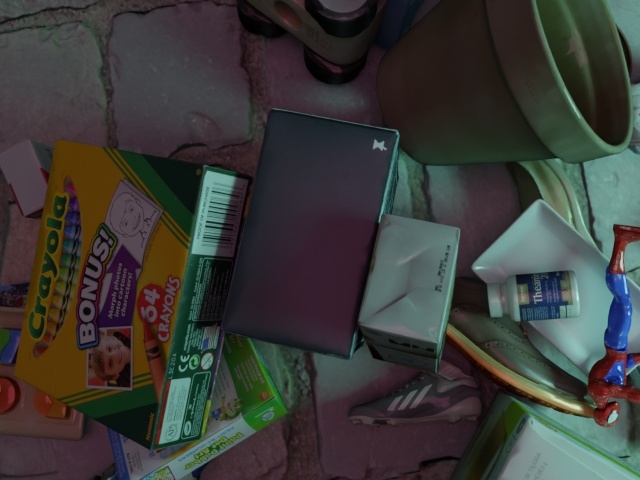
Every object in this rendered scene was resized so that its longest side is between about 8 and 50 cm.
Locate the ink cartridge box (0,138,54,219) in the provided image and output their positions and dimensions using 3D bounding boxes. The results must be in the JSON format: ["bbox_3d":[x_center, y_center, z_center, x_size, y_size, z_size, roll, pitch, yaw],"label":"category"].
[{"bbox_3d":[-0.432,-0.090,1.127,0.063,0.150,0.109,-27,83,6],"label":"ink cartridge box"}]

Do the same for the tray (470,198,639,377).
[{"bbox_3d":[0.366,0.079,1.021,0.270,0.030,0.145,43,106,4],"label":"tray"}]

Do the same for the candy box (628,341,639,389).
[{"bbox_3d":[0.558,0.191,1.046,0.164,0.070,0.196,-28,82,3],"label":"candy box"}]

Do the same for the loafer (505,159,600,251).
[{"bbox_3d":[0.348,-0.022,1.072,0.092,0.102,0.269,-26,83,-4],"label":"loafer"}]

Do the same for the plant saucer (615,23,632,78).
[{"bbox_3d":[0.393,-0.278,1.125,0.198,0.036,0.199,-1,84,6],"label":"plant saucer"}]

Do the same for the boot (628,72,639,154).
[{"bbox_3d":[0.582,-0.231,1.059,0.258,0.095,0.123,-21,106,4],"label":"boot"}]

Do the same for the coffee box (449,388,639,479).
[{"bbox_3d":[0.318,0.438,0.913,0.338,0.334,0.338,29,89,9],"label":"coffee box"}]

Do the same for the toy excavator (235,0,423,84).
[{"bbox_3d":[0.134,-0.455,1.094,0.433,0.222,0.445,37,80,6],"label":"toy excavator"}]

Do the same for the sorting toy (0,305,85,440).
[{"bbox_3d":[-0.470,0.215,1.134,0.193,0.038,0.208,3,86,5],"label":"sorting toy"}]

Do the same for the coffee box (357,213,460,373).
[{"bbox_3d":[0.118,0.079,0.906,0.098,0.246,0.141,11,72,12],"label":"coffee box"}]

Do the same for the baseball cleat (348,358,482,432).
[{"bbox_3d":[0.144,0.239,1.092,0.205,0.072,0.109,-2,70,1],"label":"baseball cleat"}]

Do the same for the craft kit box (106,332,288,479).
[{"bbox_3d":[-0.203,0.217,1.047,0.246,0.061,0.250,-33,45,0],"label":"craft kit box"}]

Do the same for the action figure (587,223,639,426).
[{"bbox_3d":[0.440,0.129,0.945,0.139,0.091,0.280,12,102,21],"label":"action figure"}]

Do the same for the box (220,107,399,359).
[{"bbox_3d":[0.000,0.000,1.005,0.182,0.294,0.296,12,85,6],"label":"box"}]

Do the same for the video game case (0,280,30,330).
[{"bbox_3d":[-0.445,0.164,1.167,0.183,0.023,0.201,-7,85,4],"label":"video game case"}]

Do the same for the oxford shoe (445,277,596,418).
[{"bbox_3d":[0.267,0.138,1.054,0.363,0.130,0.133,32,82,7],"label":"oxford shoe"}]

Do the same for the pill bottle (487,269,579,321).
[{"bbox_3d":[0.299,0.079,0.987,0.120,0.067,0.067,-6,84,15],"label":"pill bottle"}]

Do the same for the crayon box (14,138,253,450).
[{"bbox_3d":[-0.272,0.059,0.980,0.313,0.106,0.363,13,93,34],"label":"crayon box"}]

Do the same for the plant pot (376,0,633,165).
[{"bbox_3d":[0.244,-0.234,0.994,0.280,0.323,0.323,-18,82,39],"label":"plant pot"}]

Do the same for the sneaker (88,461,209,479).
[{"bbox_3d":[-0.257,0.415,1.087,0.315,0.127,0.182,-34,96,-5],"label":"sneaker"}]
